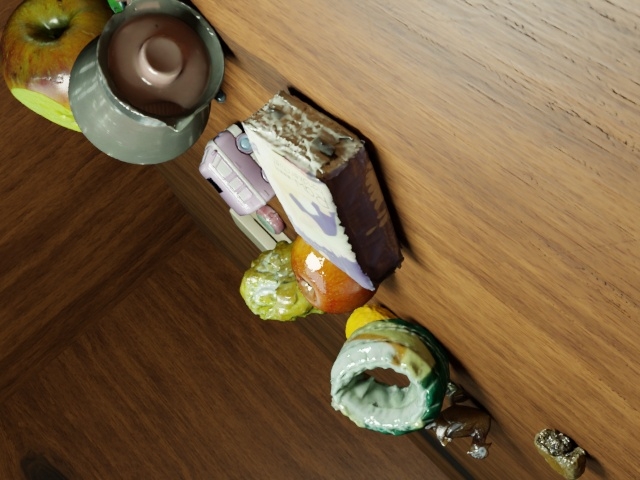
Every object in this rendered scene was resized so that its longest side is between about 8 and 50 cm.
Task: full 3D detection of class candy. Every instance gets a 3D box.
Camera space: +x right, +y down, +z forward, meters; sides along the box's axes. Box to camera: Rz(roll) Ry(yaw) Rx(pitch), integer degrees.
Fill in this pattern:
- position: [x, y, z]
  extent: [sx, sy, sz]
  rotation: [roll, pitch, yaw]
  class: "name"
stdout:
- position: [-0.150, -0.063, 2.246]
  extent: [0.103, 0.043, 0.103]
  rotation: [44, 166, 14]
  class: "candy"

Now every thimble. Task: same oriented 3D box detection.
- position: [0.161, 0.329, 1.779]
  extent: [0.288, 0.167, 0.254]
  rotation: [-19, 107, 29]
  class: "thimble"

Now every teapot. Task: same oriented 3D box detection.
- position: [-0.353, -0.360, 1.515]
  extent: [0.361, 0.305, 0.376]
  rotation: [-11, 92, 67]
  class: "teapot"

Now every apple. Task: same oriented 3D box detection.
- position: [0.028, 0.059, 1.659]
  extent: [0.210, 0.173, 0.235]
  rotation: [30, 158, 56]
  class: "apple"
- position: [-0.605, -0.442, 1.886]
  extent: [0.384, 0.374, 0.374]
  rotation: [49, 170, 25]
  class: "apple"

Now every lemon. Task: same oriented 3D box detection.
- position: [0.147, 0.246, 1.925]
  extent: [0.187, 0.142, 0.142]
  rotation: [42, 167, 34]
  class: "lemon"

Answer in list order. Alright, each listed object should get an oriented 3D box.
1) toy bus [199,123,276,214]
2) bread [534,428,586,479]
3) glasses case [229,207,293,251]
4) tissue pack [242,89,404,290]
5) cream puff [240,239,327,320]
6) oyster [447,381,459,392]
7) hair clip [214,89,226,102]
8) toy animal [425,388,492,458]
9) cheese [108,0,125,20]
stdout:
- position: [-0.198, -0.169, 1.809]
  extent: [0.202, 0.142, 0.142]
  rotation: [50, 169, -10]
  class: "toy bus"
- position: [0.482, 0.425, 1.479]
  extent: [0.113, 0.060, 0.082]
  rotation: [37, 164, 50]
  class: "bread"
- position: [-0.153, 0.008, 2.411]
  extent: [0.336, 0.076, 0.144]
  rotation: [45, 169, 16]
  class: "glasses case"
- position: [0.011, -0.085, 1.349]
  extent: [0.242, 0.125, 0.344]
  rotation: [39, 166, 37]
  class: "tissue pack"
- position: [-0.078, 0.134, 2.072]
  extent: [0.282, 0.281, 0.185]
  rotation: [38, 157, 41]
  class: "cream puff"
- position: [0.344, 0.392, 1.983]
  extent: [0.054, 0.019, 0.083]
  rotation: [48, 169, -4]
  class: "oyster"
- position: [-0.311, -0.383, 1.768]
  extent: [0.275, 0.048, 0.083]
  rotation: [35, 159, 45]
  class: "hair clip"
- position: [0.343, 0.479, 1.891]
  extent: [0.089, 0.188, 0.179]
  rotation: [56, -159, -52]
  class: "toy animal"
- position: [-0.502, -0.600, 1.649]
  extent: [0.320, 0.083, 0.204]
  rotation: [56, 164, -26]
  class: "cheese"
